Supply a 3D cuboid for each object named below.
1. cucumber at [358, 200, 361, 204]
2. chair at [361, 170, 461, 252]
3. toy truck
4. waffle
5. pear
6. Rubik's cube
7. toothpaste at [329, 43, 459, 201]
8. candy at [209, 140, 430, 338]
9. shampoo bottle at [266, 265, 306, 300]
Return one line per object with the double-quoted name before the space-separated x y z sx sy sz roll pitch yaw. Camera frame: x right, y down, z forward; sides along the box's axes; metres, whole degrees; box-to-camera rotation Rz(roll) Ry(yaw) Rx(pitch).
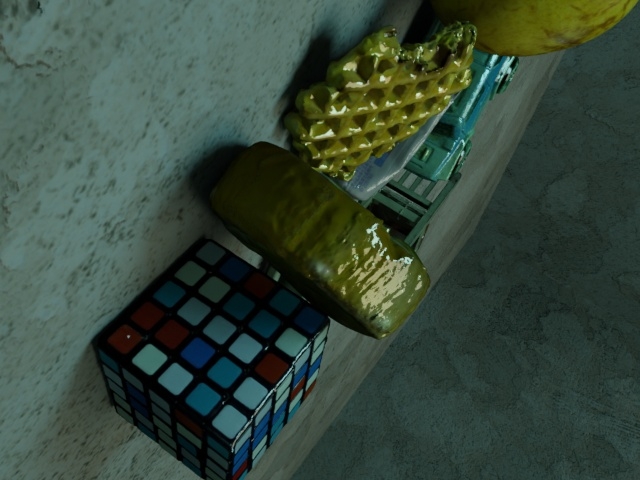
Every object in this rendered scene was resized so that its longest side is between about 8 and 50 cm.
"cucumber" 0.030 -0.041 1.085 0.228 0.069 0.069 -68 162 14
"chair" 0.143 -0.037 1.298 0.270 0.136 0.147 -49 163 -34
"toy truck" 0.197 -0.236 1.043 0.279 0.154 0.156 -62 167 10
"waffle" 0.078 -0.175 0.826 0.291 0.051 0.291 -28 161 -10
"pear" 0.270 -0.365 0.826 0.281 0.280 0.281 -51 163 -23
"Rubik's cube" -0.117 0.144 0.757 0.182 0.187 0.184 -49 164 -33
"toothpaste" 0.083 -0.143 0.986 0.099 0.068 0.283 23 111 -32
"candy" 0.000 0.000 0.718 0.118 0.259 0.260 -53 164 -8
"shampoo bottle" -0.038 0.074 1.013 0.118 0.087 0.234 7 121 -30
